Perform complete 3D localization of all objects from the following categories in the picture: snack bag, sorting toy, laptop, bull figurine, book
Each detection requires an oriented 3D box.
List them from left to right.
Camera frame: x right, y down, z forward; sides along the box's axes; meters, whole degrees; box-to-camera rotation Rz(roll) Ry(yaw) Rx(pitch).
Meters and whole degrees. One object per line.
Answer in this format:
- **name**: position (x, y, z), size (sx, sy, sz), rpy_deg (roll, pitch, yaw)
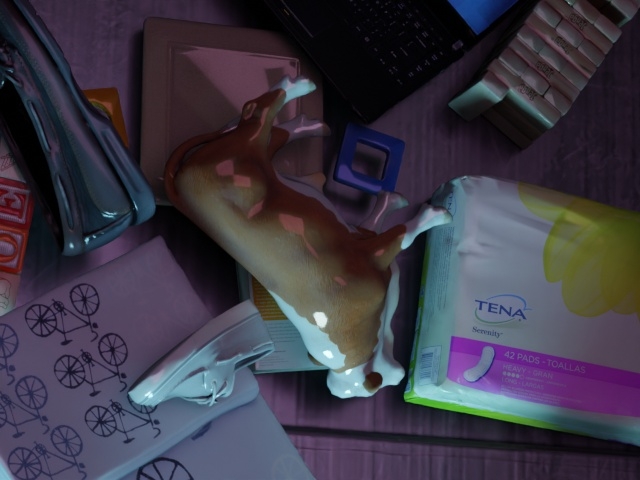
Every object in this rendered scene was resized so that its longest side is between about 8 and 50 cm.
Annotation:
- **snack bag**: position (-0.148, 0.187, 1.676), size (0.323, 0.037, 0.343), rpy_deg (-28, 83, -49)
- **sorting toy**: position (-0.089, -0.115, 1.845), size (0.347, 0.047, 0.196), rpy_deg (5, 71, -18)
- **book**: position (-0.028, 0.052, 1.832), size (0.096, 0.035, 0.144), rpy_deg (-1, 78, -22)
- **bull figurine**: position (0.000, 0.000, 1.768), size (0.310, 0.101, 0.188), rpy_deg (45, 73, -15)
- **laptop**: position (0.078, -0.286, 1.878), size (0.234, 0.136, 0.264), rpy_deg (50, 51, 4)

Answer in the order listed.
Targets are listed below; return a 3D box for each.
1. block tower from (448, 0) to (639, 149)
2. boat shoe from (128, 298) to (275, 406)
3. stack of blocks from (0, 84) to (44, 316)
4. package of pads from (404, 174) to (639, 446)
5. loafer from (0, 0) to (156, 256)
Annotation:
- **block tower**: position (0.270, -0.242, 1.969), size (0.097, 0.091, 0.335), rpy_deg (40, 69, -5)
- **boat shoe**: position (-0.101, 0.113, 1.705), size (0.063, 0.066, 0.184), rpy_deg (53, 30, 2)
- **stack of blocks**: position (-0.353, 0.001, 1.704), size (0.171, 0.087, 0.297), rpy_deg (14, 73, -16)
- **package of pads**: position (0.242, 0.068, 1.879), size (0.296, 0.101, 0.229), rpy_deg (12, 74, -16)
- **loafer**: position (-0.262, -0.125, 1.665), size (0.095, 0.109, 0.302), rpy_deg (-36, 93, -20)
